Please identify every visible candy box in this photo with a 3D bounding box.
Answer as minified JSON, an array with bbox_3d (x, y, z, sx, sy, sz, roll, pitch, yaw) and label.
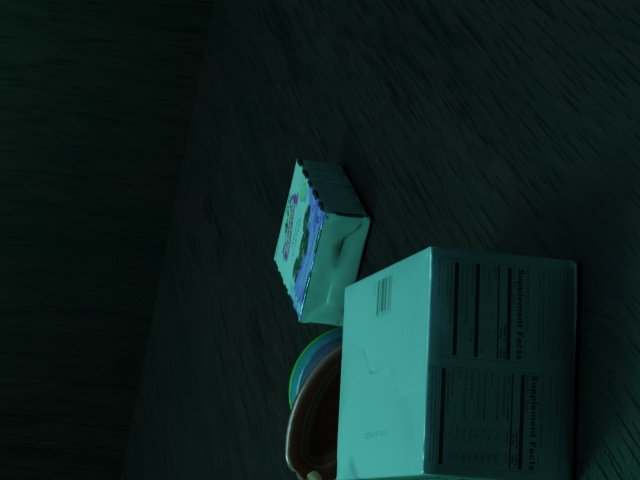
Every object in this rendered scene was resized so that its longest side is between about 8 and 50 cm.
[{"bbox_3d":[0.000,0.000,2.124,0.196,0.070,0.164,-116,35,-63],"label":"candy box"}]

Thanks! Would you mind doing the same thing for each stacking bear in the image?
[{"bbox_3d":[0.035,0.176,1.778,0.289,0.175,0.164,-166,81,-82],"label":"stacking bear"}]

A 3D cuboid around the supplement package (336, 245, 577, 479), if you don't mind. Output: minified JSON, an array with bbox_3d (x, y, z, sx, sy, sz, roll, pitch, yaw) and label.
[{"bbox_3d":[0.123,0.129,1.468,0.262,0.145,0.204,150,125,-71],"label":"supplement package"}]

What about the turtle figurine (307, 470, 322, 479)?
[{"bbox_3d":[0.098,0.334,1.489,0.269,0.087,0.217,22,124,30],"label":"turtle figurine"}]
